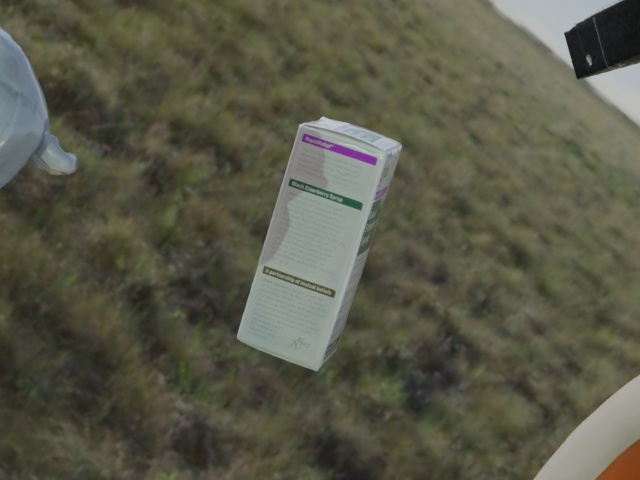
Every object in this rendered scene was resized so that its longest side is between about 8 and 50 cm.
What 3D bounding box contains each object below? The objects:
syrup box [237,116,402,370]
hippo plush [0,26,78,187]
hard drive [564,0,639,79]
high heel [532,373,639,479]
[{"bbox_3d":[0.000,0.000,1.224,0.096,0.237,0.093,20,13,9],"label":"syrup box"},{"bbox_3d":[-0.253,-0.071,0.731,0.236,0.294,0.234,26,-8,28],"label":"hippo plush"},{"bbox_3d":[0.409,-0.235,1.115,0.339,0.236,0.064,169,-95,-74],"label":"hard drive"},{"bbox_3d":[0.232,0.061,0.428,0.181,0.377,0.127,11,51,-64],"label":"high heel"}]
